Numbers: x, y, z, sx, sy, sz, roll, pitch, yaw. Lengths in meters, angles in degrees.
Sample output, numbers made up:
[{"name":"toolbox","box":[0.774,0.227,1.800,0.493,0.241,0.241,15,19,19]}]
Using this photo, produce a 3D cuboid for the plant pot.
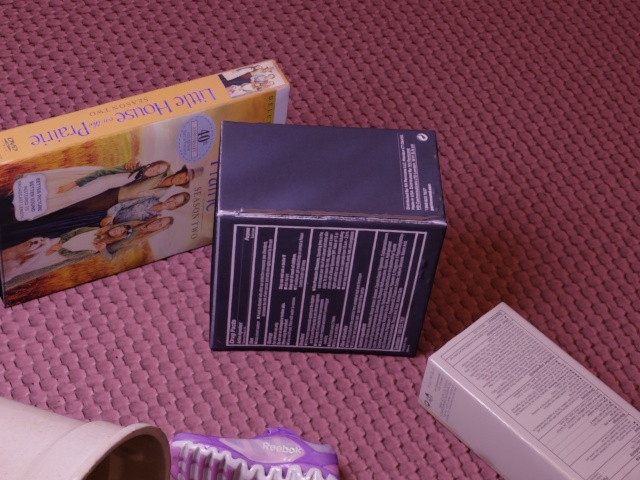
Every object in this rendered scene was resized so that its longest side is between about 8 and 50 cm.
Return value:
[{"name":"plant pot","box":[-0.386,0.305,1.617,0.305,0.334,0.334,22,50,16]}]

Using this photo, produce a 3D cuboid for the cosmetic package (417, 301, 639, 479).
[{"name":"cosmetic package","box":[0.296,0.241,1.894,0.160,0.113,0.309,-33,61,-30]}]

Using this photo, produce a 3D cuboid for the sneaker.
[{"name":"sneaker","box":[-0.079,0.283,1.831,0.236,0.095,0.104,13,42,-2]}]

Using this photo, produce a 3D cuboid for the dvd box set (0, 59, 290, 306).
[{"name":"dvd box set","box":[-0.253,-0.075,1.974,0.420,0.307,0.062,-17,56,-22]}]

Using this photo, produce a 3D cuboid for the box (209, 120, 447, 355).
[{"name":"box","box":[0.000,0.000,1.943,0.294,0.296,0.183,2,49,-6]}]
